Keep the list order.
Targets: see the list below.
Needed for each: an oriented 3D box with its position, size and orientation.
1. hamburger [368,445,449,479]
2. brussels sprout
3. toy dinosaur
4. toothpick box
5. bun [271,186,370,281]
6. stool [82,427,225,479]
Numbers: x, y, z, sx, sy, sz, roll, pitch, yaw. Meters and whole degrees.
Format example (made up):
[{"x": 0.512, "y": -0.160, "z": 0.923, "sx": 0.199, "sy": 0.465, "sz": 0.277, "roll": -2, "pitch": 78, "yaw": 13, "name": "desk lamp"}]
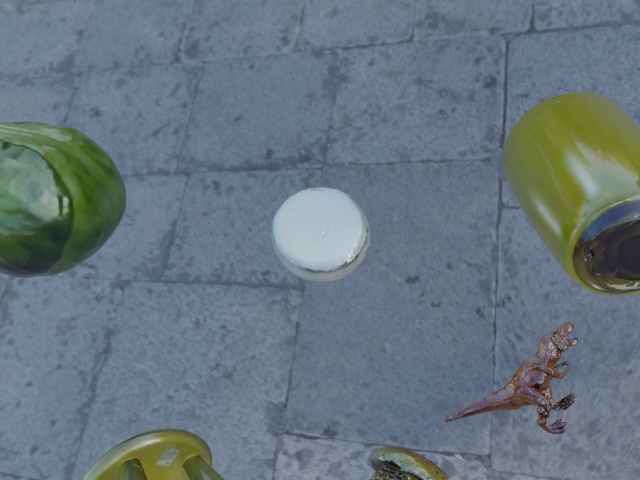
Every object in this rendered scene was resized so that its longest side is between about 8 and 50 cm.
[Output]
[{"x": 0.170, "y": 0.469, "z": 1.134, "sx": 0.177, "sy": 0.186, "sz": 0.113, "roll": -40, "pitch": 23, "yaw": 50, "name": "hamburger"}, {"x": -0.433, "y": -0.067, "z": 0.870, "sx": 0.219, "sy": 0.271, "sz": 0.210, "roll": -34, "pitch": 36, "yaw": 31, "name": "brussels sprout"}, {"x": 0.542, "y": 0.408, "z": 1.559, "sx": 0.208, "sy": 0.097, "sz": 0.432, "roll": 42, "pitch": 104, "yaw": 6, "name": "toy dinosaur"}, {"x": 0.338, "y": -0.058, "z": 0.741, "sx": 0.175, "sy": 0.174, "sz": 0.271, "roll": -16, "pitch": 32, "yaw": 13, "name": "toothpick box"}, {"x": 0.000, "y": 0.000, "z": 0.851, "sx": 0.138, "sy": 0.094, "sz": 0.138, "roll": 0, "pitch": 66, "yaw": -1, "name": "bun"}, {"x": -0.121, "y": 0.224, "z": 0.468, "sx": 0.134, "sy": 0.135, "sz": 0.110, "roll": -28, "pitch": 40, "yaw": -12, "name": "stool"}]
